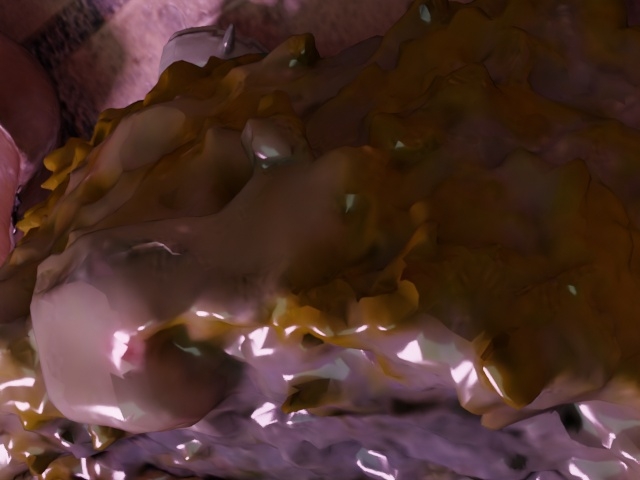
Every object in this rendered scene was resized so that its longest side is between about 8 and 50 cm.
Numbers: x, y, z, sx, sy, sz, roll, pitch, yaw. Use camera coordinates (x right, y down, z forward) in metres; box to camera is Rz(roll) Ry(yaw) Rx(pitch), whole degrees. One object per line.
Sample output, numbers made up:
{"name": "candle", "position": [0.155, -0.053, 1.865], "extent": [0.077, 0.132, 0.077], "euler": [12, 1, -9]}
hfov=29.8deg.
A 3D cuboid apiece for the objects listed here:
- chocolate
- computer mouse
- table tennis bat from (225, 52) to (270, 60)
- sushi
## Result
{"name": "chocolate", "position": [-0.245, -0.075, 0.882], "extent": [0.161, 0.083, 0.261], "euler": [48, 150, 4]}
{"name": "computer mouse", "position": [-0.067, -0.064, 0.758], "extent": [0.089, 0.056, 0.182], "euler": [16, 128, 2]}
{"name": "table tennis bat", "position": [0.000, 0.000, 0.738], "extent": [0.160, 0.039, 0.257], "euler": [-16, 121, 23]}
{"name": "sushi", "position": [0.027, 0.064, 0.566], "extent": [0.396, 0.240, 0.351], "euler": [-13, 130, 37]}
